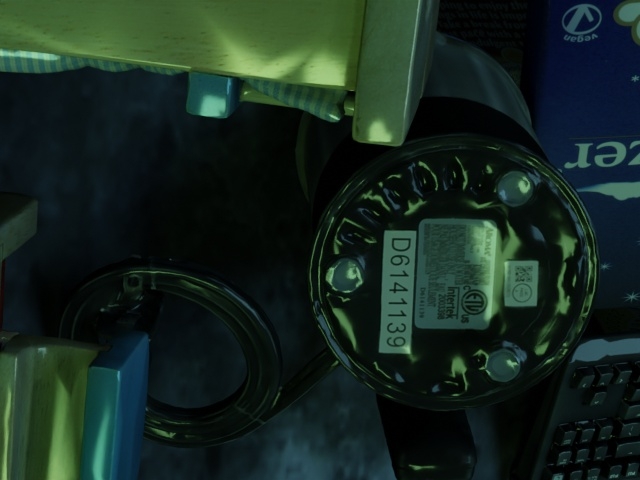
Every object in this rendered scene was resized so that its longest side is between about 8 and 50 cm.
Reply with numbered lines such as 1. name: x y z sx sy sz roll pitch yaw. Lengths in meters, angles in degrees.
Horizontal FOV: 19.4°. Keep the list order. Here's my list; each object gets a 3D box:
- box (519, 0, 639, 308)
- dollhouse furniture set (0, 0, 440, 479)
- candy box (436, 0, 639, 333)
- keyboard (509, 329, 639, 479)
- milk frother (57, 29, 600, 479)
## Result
1. box: 0.140 -0.033 0.693 0.225 0.136 0.036 89 -3 -51
2. dollhouse furniture set: -0.042 -0.015 0.458 0.129 0.129 0.184 -62 159 -75
3. candy box: 0.150 -0.088 0.809 0.316 0.087 0.183 53 51 -46
4. keyboard: 0.167 0.082 0.820 0.180 0.023 0.108 -3 127 -28
5. milk frother: 0.000 0.000 0.589 0.135 0.143 0.129 -97 -154 -72
